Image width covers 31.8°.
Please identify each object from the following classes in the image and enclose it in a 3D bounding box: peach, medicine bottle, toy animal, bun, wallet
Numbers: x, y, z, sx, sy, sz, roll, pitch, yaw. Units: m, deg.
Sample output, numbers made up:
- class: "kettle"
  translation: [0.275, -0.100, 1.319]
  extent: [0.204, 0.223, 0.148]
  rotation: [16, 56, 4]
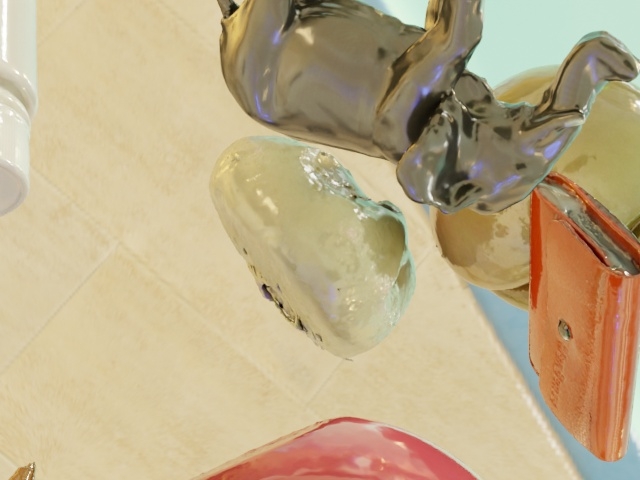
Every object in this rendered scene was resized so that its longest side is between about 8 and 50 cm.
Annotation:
- class: "peach"
  translation: [0.255, -0.045, 1.185]
  extent: [0.292, 0.292, 0.247]
  rotation: [21, 72, -9]
- class: "medicine bottle"
  translation: [-0.325, -0.143, 1.024]
  extent: [0.139, 0.139, 0.236]
  rotation: [-2, 61, -14]
- class: "toy animal"
  translation: [0.053, -0.103, 0.634]
  extent: [0.245, 0.114, 0.146]
  rotation: [24, 115, 26]
- class: "bun"
  translation: [-0.002, -0.001, 1.227]
  extent: [0.168, 0.273, 0.273]
  rotation: [-41, 90, -10]
- class: "wallet"
  translation: [0.205, 0.061, 0.895]
  extent: [0.045, 0.204, 0.142]
  rotation: [-17, 40, -12]

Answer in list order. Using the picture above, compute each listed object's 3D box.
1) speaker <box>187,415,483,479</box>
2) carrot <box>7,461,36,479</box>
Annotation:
- class: "speaker"
  translation: [0.007, 0.268, 0.718]
  extent: [0.294, 0.294, 0.294]
  rotation: [3, 78, -13]
- class: "carrot"
  translation: [-0.215, 0.220, 0.677]
  extent: [0.048, 0.048, 0.216]
  rotation: [23, 42, -8]
